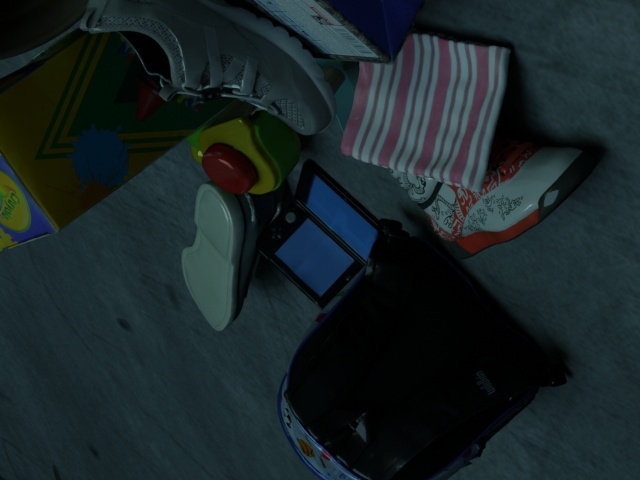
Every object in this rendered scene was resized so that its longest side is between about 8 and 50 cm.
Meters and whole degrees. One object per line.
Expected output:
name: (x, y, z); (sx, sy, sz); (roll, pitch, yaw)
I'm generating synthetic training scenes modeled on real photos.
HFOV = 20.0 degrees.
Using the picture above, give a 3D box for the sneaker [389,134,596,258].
sneaker: (0.157, -0.074, 1.802); (0.145, 0.090, 0.270); (50, 157, -3)

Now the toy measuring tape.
toy measuring tape: (-0.047, -0.118, 2.064); (0.330, 0.121, 0.121); (-13, 113, 56)

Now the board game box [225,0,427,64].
board game box: (-0.061, -0.293, 1.718); (0.232, 0.141, 0.291); (37, 165, -35)

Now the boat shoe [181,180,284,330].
boat shoe: (-0.106, 0.012, 2.337); (0.116, 0.099, 0.319); (52, 155, 21)

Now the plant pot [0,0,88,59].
plant pot: (-0.418, -0.413, 2.105); (0.280, 0.323, 0.323); (53, 160, 37)

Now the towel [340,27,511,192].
towel: (0.100, -0.134, 1.792); (0.197, 0.029, 0.144); (19, 103, 46)

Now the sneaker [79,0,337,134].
sneaker: (-0.110, -0.170, 1.711); (0.281, 0.115, 0.105); (34, 167, -25)

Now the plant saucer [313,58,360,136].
plant saucer: (0.022, -0.175, 1.977); (0.067, 0.018, 0.192); (20, 142, 48)

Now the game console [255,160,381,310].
game console: (0.000, 0.000, 2.174); (0.144, 0.124, 0.085); (43, 180, 17)

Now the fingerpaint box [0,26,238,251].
fingerpaint box: (-0.280, -0.149, 2.100); (0.163, 0.371, 0.445); (56, 155, -10)

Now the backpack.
backpack: (0.082, 0.163, 2.040); (0.276, 0.263, 0.213); (43, 154, 14)
